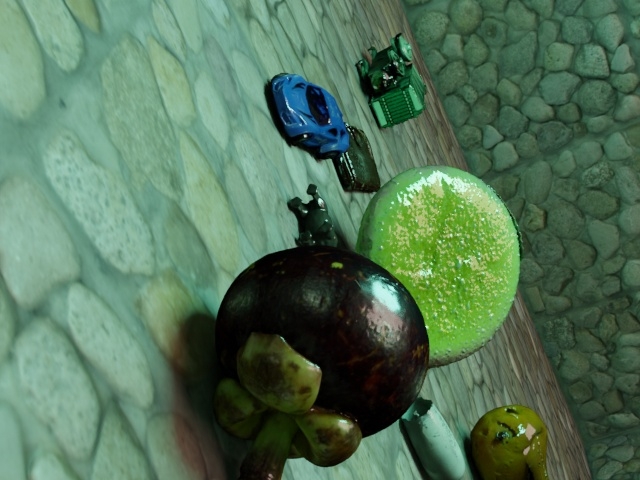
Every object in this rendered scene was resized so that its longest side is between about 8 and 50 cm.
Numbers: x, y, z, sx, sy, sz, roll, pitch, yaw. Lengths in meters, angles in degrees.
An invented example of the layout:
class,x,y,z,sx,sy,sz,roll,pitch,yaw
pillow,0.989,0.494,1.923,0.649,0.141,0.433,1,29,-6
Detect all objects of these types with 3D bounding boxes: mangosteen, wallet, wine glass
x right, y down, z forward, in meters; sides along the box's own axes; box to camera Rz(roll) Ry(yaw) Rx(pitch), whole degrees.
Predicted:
class,x,y,z,sx,sy,sz,roll,pitch,yaw
mangosteen,-0.008,0.114,0.841,0.192,0.192,0.217,54,45,-45
wallet,0.060,-0.142,1.653,0.232,0.031,0.122,-7,79,-74
wine glass,0.188,0.339,1.420,0.262,0.074,0.074,63,17,-18

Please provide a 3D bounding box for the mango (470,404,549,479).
class,x,y,z,sx,sy,sz,roll,pitch,yaw
mango,0.355,0.399,1.781,0.151,0.156,0.249,31,-23,50

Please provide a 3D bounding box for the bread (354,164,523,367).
class,x,y,z,sx,sy,sz,roll,pitch,yaw
bread,0.176,0.040,1.404,0.045,0.301,0.301,8,-55,62

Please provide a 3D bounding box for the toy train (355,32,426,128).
class,x,y,z,sx,sy,sz,roll,pitch,yaw
toy train,0.160,-0.348,2.108,0.154,0.115,0.269,60,16,-16

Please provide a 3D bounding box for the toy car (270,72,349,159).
class,x,y,z,sx,sy,sz,roll,pitch,yaw
toy car,-0.010,-0.180,1.395,0.216,0.063,0.103,18,55,-72

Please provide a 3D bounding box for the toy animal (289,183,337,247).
class,x,y,z,sx,sy,sz,roll,pitch,yaw
toy animal,0.000,0.000,1.234,0.065,0.047,0.136,60,10,-59
